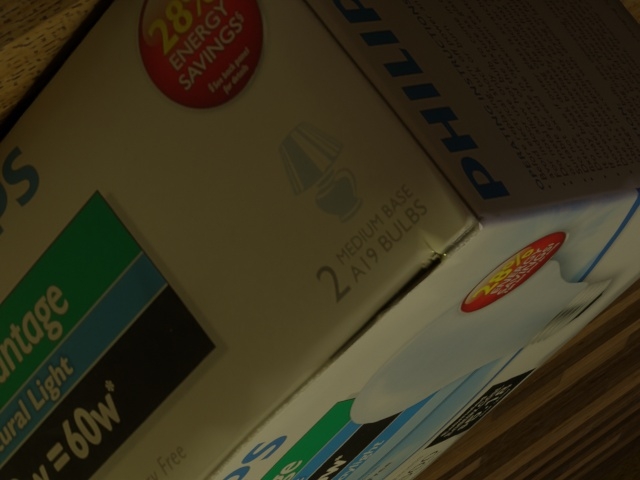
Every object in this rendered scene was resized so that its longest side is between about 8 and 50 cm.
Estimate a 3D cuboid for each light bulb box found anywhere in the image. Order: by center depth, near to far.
[{"bbox_3d":[0.000,0.000,1.132,0.358,0.225,0.361,-46,162,29],"label":"light bulb box"}]
